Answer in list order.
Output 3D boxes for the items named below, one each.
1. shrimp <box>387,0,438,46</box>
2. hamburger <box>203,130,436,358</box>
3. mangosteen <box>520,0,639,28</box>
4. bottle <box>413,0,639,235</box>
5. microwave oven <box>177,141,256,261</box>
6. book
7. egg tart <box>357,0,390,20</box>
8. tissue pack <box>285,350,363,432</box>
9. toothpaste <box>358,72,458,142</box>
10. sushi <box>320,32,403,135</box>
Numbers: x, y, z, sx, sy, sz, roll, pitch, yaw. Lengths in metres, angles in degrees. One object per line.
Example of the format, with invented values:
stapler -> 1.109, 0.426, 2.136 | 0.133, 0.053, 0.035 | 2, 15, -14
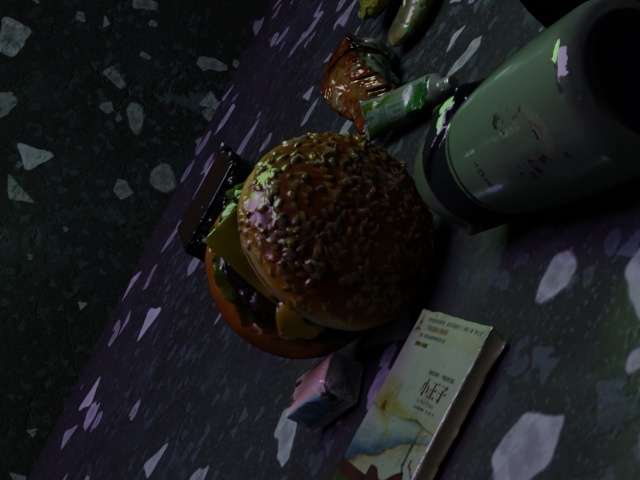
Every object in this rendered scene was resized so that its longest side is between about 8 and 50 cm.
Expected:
shrimp -> 0.190, -0.469, 1.953 | 0.145, 0.059, 0.254 | -45, 23, 62
hamburger -> 0.000, 0.000, 1.325 | 0.225, 0.291, 0.291 | -45, 22, 55
mangosteen -> 0.290, -0.353, 1.048 | 0.297, 0.293, 0.297 | -60, 6, 11
bottle -> 0.220, -0.110, 1.058 | 0.347, 0.169, 0.168 | -29, 34, 63
microwave oven -> -0.088, -0.021, 1.668 | 0.178, 0.248, 0.188 | -62, 15, 3
book -> 0.088, 0.215, 1.121 | 0.289, 0.026, 0.201 | -62, 15, -6
egg tart -> 0.147, -0.607, 2.087 | 0.345, 0.132, 0.345 | -59, 4, 6
tissue pack -> 0.007, 0.197, 1.333 | 0.094, 0.059, 0.074 | -44, 20, 41
toothpaste -> 0.137, -0.220, 1.646 | 0.248, 0.047, 0.078 | -17, 87, 57
sushi -> 0.078, -0.297, 1.878 | 0.124, 0.130, 0.332 | -58, 10, 24
